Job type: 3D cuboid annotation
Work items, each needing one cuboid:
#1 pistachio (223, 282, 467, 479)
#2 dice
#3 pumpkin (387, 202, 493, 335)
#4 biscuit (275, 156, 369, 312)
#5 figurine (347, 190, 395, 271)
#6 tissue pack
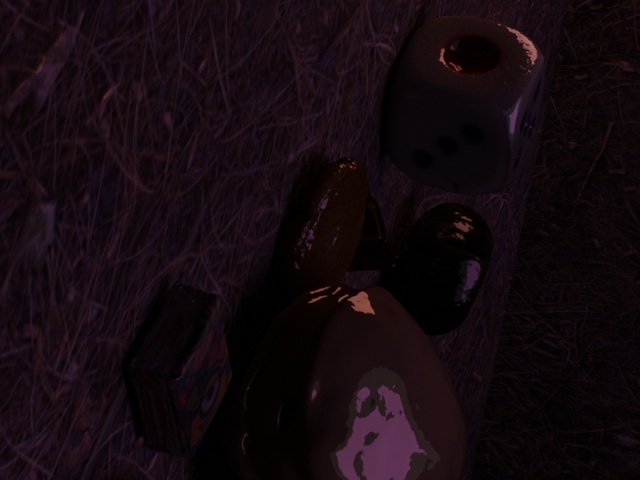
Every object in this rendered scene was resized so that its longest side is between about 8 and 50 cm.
[{"bbox_3d":[0.026,0.242,1.877,0.445,0.281,0.365,58,47,-57],"label":"pistachio"},{"bbox_3d":[0.205,-0.192,2.220,0.192,0.193,0.194,93,18,-48],"label":"dice"},{"bbox_3d":[0.191,0.046,2.535,0.223,0.157,0.224,-158,-90,-87],"label":"pumpkin"},{"bbox_3d":[0.000,0.000,1.923,0.226,0.042,0.226,-55,159,-34],"label":"biscuit"},{"bbox_3d":[0.055,-0.025,2.087,0.154,0.082,0.098,70,23,-67],"label":"figurine"},{"bbox_3d":[-0.135,0.127,1.517,0.148,0.060,0.109,86,24,-53],"label":"tissue pack"}]
